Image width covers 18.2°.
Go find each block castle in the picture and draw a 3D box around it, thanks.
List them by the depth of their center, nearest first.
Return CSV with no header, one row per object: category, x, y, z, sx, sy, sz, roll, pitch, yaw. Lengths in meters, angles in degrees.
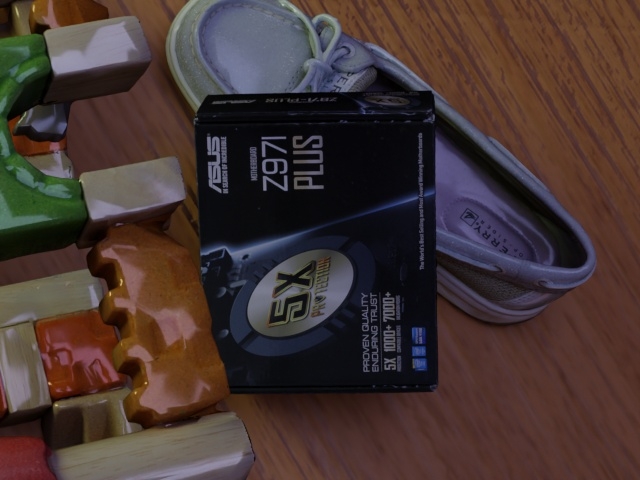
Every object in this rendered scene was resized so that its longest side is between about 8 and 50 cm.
block castle,-0.214,-0.015,1.127,0.212,0.303,0.453,-12,79,-19

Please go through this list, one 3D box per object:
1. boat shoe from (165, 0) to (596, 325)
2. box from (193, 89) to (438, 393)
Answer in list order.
boat shoe,0.042,-0.065,1.325,0.320,0.103,0.118,40,68,-4
box,0.000,0.000,1.247,0.147,0.077,0.180,0,104,3
